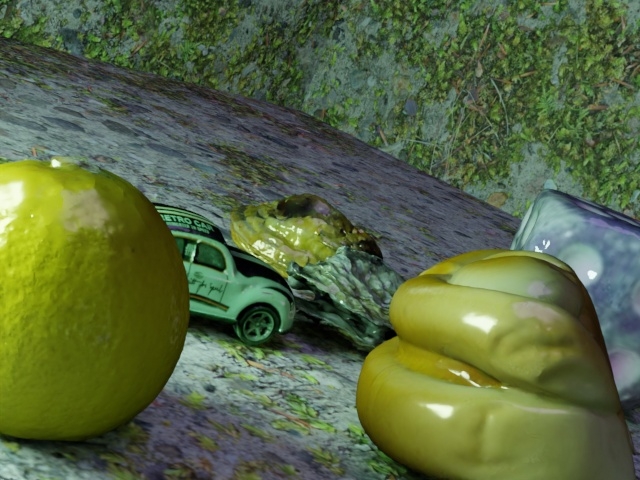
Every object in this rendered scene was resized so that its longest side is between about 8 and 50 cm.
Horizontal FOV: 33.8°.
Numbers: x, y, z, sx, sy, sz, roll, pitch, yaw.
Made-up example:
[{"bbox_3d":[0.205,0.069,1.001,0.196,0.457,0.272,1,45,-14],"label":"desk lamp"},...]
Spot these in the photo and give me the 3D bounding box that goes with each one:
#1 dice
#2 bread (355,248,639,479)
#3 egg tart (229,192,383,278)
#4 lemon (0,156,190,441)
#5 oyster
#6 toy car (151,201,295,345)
[{"bbox_3d":[0.418,0.088,1.643,0.271,0.270,0.270,23,11,4],"label":"dice"},{"bbox_3d":[0.221,0.142,1.134,0.329,0.245,0.424,25,9,11],"label":"bread"},{"bbox_3d":[0.000,0.000,1.670,0.297,0.132,0.297,27,9,-5],"label":"egg tart"},{"bbox_3d":[-0.226,0.035,0.891,0.240,0.219,0.240,17,15,-5],"label":"lemon"},{"bbox_3d":[0.063,0.081,1.447,0.198,0.112,0.268,28,11,26],"label":"oyster"},{"bbox_3d":[-0.159,0.030,1.251,0.306,0.125,0.136,13,14,-29],"label":"toy car"}]
